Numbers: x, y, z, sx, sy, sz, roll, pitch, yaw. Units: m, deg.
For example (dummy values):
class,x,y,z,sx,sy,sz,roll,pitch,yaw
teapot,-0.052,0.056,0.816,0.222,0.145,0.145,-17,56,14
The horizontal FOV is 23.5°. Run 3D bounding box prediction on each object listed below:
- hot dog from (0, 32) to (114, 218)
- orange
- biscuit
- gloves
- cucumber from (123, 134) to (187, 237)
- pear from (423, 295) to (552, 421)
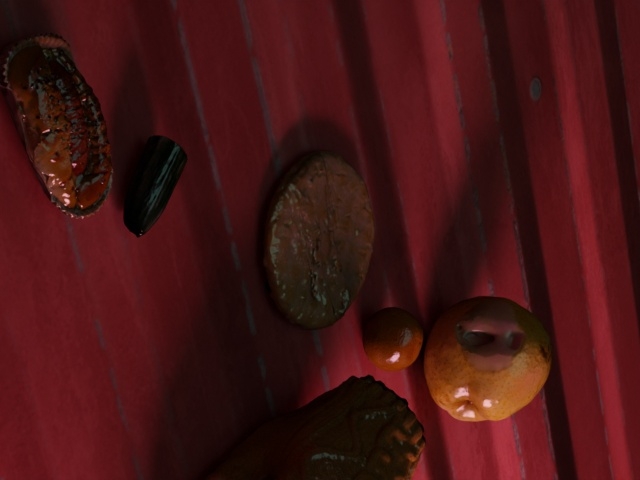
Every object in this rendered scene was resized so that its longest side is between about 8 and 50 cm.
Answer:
class,x,y,z,sx,sy,sz,roll,pitch,yaw
hot dog,-0.252,-0.109,1.485,0.099,0.053,0.192,-37,120,-41
orange,0.092,0.126,1.955,0.085,0.085,0.085,-9,101,-53
biscuit,0.001,0.000,1.855,0.220,0.033,0.220,-7,98,-53
gloves,-0.010,0.292,1.754,0.203,0.155,0.356,52,54,-8
cucumber,-0.178,-0.054,1.599,0.048,0.048,0.105,39,68,-48
pear,0.220,0.162,2.058,0.178,0.178,0.178,-9,101,-53
